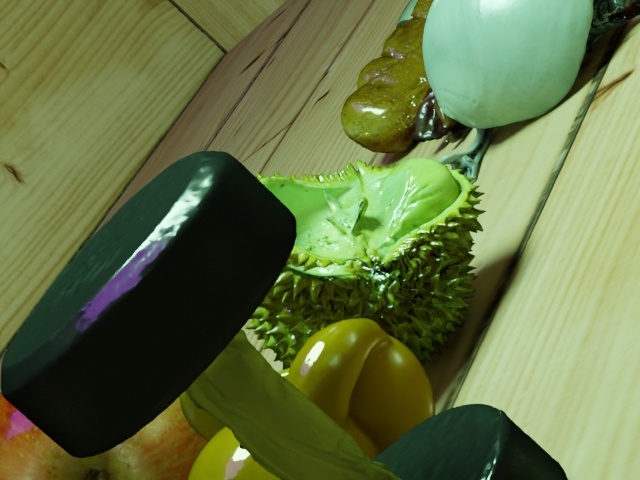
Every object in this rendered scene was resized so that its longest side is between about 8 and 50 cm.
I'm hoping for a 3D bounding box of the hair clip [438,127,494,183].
[{"bbox_3d":[0.157,-0.100,1.827,0.030,0.039,0.115,-30,18,37],"label":"hair clip"}]

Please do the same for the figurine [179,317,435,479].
[{"bbox_3d":[-0.015,0.172,1.302,0.215,0.215,0.228,-39,29,33],"label":"figurine"}]

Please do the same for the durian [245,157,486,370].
[{"bbox_3d":[0.029,0.027,1.476,0.200,0.176,0.237,11,22,38],"label":"durian"}]

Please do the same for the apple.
[{"bbox_3d":[-0.209,0.204,1.657,0.242,0.242,0.241,-46,11,6],"label":"apple"}]

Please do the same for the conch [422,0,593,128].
[{"bbox_3d":[0.189,-0.206,1.776,0.121,0.185,0.221,-20,-24,-42],"label":"conch"}]

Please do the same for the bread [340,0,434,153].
[{"bbox_3d":[0.144,-0.237,2.166,0.124,0.084,0.344,20,58,28],"label":"bread"}]

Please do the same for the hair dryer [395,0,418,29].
[{"bbox_3d":[0.159,-0.299,2.382,0.229,0.092,0.267,-44,1,-21],"label":"hair dryer"}]

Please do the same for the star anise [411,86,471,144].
[{"bbox_3d":[0.162,-0.171,1.983,0.168,0.057,0.168,-44,14,14],"label":"star anise"}]

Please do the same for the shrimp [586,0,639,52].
[{"bbox_3d":[0.269,-0.238,1.787,0.076,0.082,0.174,-48,19,-26],"label":"shrimp"}]

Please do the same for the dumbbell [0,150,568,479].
[{"bbox_3d":[-0.020,0.117,1.082,0.204,0.322,0.204,-44,13,13],"label":"dumbbell"}]
